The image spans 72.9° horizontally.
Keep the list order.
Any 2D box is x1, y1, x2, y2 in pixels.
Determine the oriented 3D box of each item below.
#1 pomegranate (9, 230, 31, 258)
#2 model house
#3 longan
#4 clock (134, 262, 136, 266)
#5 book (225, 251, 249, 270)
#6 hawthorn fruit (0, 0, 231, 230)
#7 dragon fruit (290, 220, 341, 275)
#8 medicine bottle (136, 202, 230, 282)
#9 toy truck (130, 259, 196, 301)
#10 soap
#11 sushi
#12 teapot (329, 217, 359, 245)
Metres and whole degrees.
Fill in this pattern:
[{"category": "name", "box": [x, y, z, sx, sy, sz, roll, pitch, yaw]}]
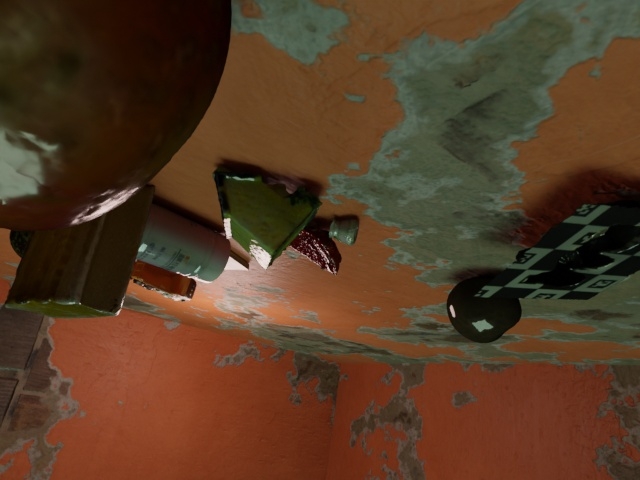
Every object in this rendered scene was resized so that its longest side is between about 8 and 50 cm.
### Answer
[{"category": "pomegranate", "box": [-0.781, 0.027, 1.258, 0.215, 0.247, 0.214, 18, -171, -3]}, {"category": "model house", "box": [-0.136, -0.070, 0.943, 0.211, 0.170, 0.194, 39, 164, 1]}, {"category": "longan", "box": [0.462, 0.195, 1.244, 0.198, 0.197, 0.212, 7, 148, 7]}, {"category": "clock", "box": [-0.777, 0.087, 1.650, 0.113, 0.061, 0.155, 9, 156, 1]}, {"category": "book", "box": [-0.376, 0.062, 1.465, 0.231, 0.026, 0.161, -1, 156, 23]}, {"category": "hawthorn fruit", "box": [-0.287, -0.175, 0.364, 0.403, 0.402, 0.402, 8, 158, 3]}, {"category": "dragon fruit", "box": [0.000, 0.000, 1.081, 0.162, 0.083, 0.106, 36, 148, 27]}, {"category": "medicine bottle", "box": [-0.386, 0.009, 1.166, 0.152, 0.152, 0.254, -12, 149, 43]}, {"category": "toy truck", "box": [-0.599, 0.148, 1.664, 0.135, 0.114, 0.270, 1, 155, 32]}, {"category": "soap", "box": [-0.555, 0.006, 1.006, 0.294, 0.334, 0.156, -8, 153, 29]}, {"category": "sushi", "box": [0.518, 0.001, 0.879, 0.297, 0.099, 0.373, 3, 149, -9]}, {"category": "teapot", "box": [0.056, -0.019, 1.037, 0.064, 0.064, 0.083, 13, 146, 13]}]
